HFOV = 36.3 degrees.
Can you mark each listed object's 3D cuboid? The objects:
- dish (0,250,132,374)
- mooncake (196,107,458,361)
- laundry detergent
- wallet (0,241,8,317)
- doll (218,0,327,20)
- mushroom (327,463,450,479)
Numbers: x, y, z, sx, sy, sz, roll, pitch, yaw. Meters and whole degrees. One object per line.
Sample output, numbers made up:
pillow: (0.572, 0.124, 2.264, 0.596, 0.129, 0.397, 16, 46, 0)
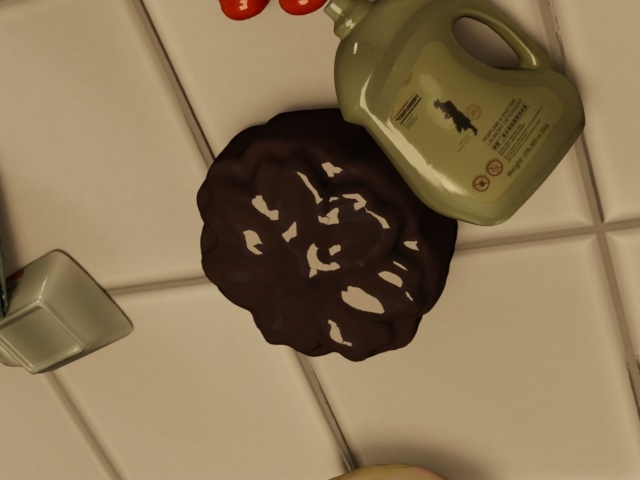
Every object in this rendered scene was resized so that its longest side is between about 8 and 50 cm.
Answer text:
dish: (-0.383, 0.122, 1.313, 0.234, 0.064, 0.154, -25, 114, 34)
mooncake: (0.000, 0.000, 1.040, 0.283, 0.141, 0.283, 10, 126, 14)
laundry detergent: (0.109, -0.142, 0.904, 0.253, 0.091, 0.181, 40, 97, -10)
wallet: (-0.570, -0.023, 1.246, 0.342, 0.075, 0.237, 11, 118, 16)
doll: (-0.098, -0.347, 0.836, 0.200, 0.105, 0.336, 6, 136, 39)
mushroom: (0.114, 0.347, 1.282, 0.162, 0.173, 0.236, -37, 156, -1)
